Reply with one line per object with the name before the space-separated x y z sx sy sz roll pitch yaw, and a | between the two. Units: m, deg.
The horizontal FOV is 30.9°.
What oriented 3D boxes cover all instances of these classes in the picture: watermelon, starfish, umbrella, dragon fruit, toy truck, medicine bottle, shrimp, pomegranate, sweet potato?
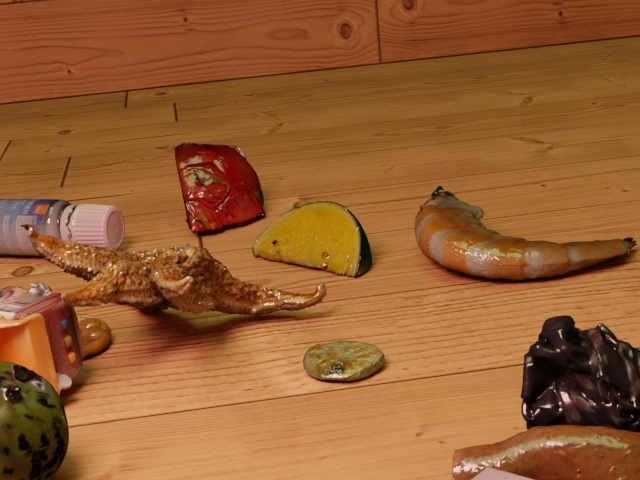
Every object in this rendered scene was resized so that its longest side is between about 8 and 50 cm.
watermelon | 0.001 -0.011 1.515 0.181 0.075 0.092 13 28 42
starfish | -0.190 0.037 1.252 0.301 0.084 0.293 6 -4 27
umbrella | 0.303 0.130 0.939 0.272 0.122 0.110 7 64 24
dragon fruit | -0.152 -0.083 1.725 0.120 0.127 0.161 -13 17 -1
toy truck | -0.351 0.128 1.107 0.135 0.114 0.270 3 19 35
medicine bottle | -0.379 -0.017 1.635 0.203 0.083 0.083 3 19 18
shrimp | 0.232 -0.002 1.435 0.287 0.068 0.185 6 22 26
pomegranate | -0.284 0.171 0.985 0.161 0.122 0.122 -40 -9 40
sweet potato | 0.241 0.173 0.873 0.281 0.067 0.059 -2 -6 11

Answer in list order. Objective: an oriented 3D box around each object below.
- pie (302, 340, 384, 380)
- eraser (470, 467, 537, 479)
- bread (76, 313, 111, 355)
pie | 0.021 0.122 1.179 0.085 0.017 0.085 -6 18 2
eraser | 0.205 0.243 0.624 0.397 0.082 0.213 9 22 38
bread | -0.288 0.110 1.293 0.110 0.024 0.110 -5 18 2
